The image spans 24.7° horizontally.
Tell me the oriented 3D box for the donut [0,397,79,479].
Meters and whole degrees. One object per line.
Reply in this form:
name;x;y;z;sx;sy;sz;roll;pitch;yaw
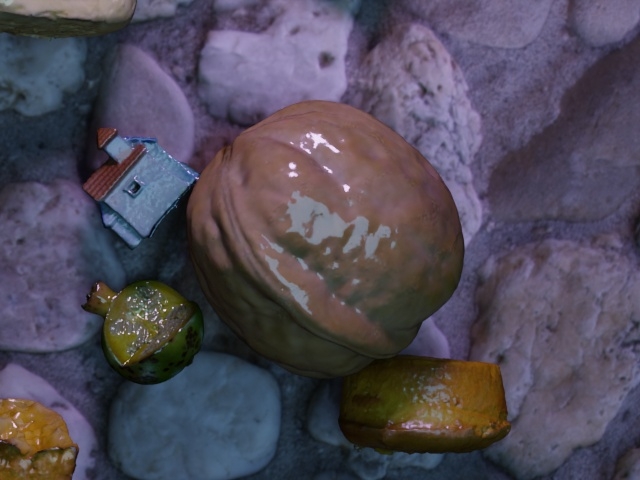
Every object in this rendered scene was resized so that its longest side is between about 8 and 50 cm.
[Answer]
donut;-0.562;0.263;1.911;0.378;0.163;0.435;-38;110;-6

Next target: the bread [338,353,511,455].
bread;0.148;0.233;2.076;0.268;0.268;0.145;3;85;-18

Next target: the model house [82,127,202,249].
model house;-0.257;-0.086;1.975;0.149;0.119;0.148;44;86;-9

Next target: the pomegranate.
pomegranate;-0.244;0.125;2.009;0.169;0.122;0.143;17;61;14

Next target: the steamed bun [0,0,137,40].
steamed bun;-0.355;-0.373;1.858;0.273;0.166;0.232;-4;95;-43

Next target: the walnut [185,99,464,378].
walnut;0.000;0.000;1.953;0.381;0.381;0.381;-3;100;-17
